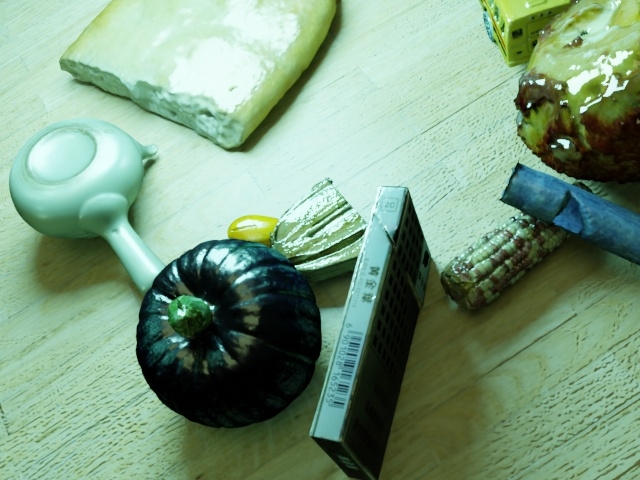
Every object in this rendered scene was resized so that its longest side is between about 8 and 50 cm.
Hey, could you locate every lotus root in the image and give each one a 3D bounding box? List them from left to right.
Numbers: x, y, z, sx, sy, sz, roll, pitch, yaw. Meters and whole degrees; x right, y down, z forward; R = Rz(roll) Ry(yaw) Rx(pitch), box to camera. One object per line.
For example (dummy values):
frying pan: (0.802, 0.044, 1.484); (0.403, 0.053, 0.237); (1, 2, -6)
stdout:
lotus root: (0.000, 0.000, 1.172); (0.144, 0.070, 0.143); (-29, 62, -5)

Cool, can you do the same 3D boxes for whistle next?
whistle: (0.373, -0.012, 1.020); (0.304, 0.062, 0.062); (26, 69, 7)

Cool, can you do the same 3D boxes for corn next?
corn: (0.265, 0.005, 1.085); (0.237, 0.079, 0.079); (-33, 56, -10)

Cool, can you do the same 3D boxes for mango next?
mango: (-0.094, -0.013, 1.223); (0.089, 0.046, 0.060); (-12, 57, 5)

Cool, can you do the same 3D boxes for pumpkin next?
pumpkin: (-0.128, 0.109, 1.040); (0.248, 0.248, 0.248); (-8, 58, 13)

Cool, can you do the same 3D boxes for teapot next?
teapot: (-0.357, -0.046, 1.264); (0.220, 0.149, 0.318); (-15, 56, 1)

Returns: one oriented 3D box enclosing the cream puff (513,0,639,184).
cream puff: (0.411, -0.204, 1.053); (0.350, 0.229, 0.350); (-35, 23, 17)

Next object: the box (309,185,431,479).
box: (0.071, 0.115, 1.013); (0.047, 0.180, 0.325); (7, 63, 22)

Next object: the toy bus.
toy bus: (0.295, -0.428, 1.299); (0.121, 0.123, 0.335); (-17, 57, 7)

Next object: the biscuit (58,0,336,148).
biscuit: (-0.186, -0.383, 1.437); (0.429, 0.104, 0.446); (33, 75, 31)
